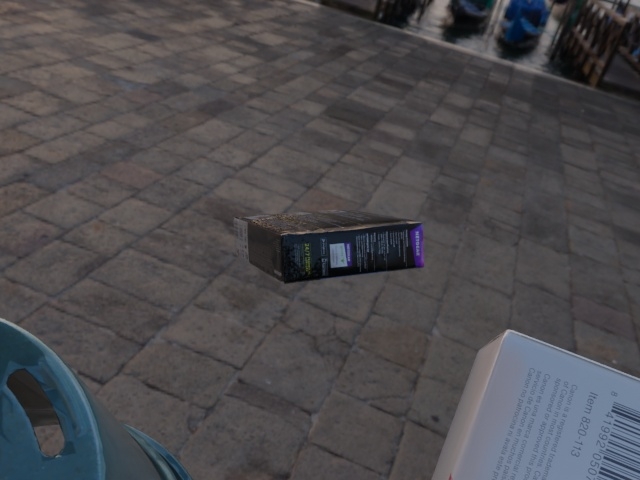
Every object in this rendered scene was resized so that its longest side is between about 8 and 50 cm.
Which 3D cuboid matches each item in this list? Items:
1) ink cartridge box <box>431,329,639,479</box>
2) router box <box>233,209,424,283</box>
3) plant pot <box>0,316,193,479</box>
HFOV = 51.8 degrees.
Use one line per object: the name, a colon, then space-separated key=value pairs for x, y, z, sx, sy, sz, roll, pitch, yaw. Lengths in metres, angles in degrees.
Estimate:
ink cartridge box: x=0.208 y=0.208 z=0.415 sx=0.283 sy=0.207 sz=0.117 roll=21 pitch=-12 yaw=11
router box: x=0.000 y=0.000 z=0.640 sx=0.133 sy=0.046 sz=0.179 roll=-5 pitch=8 yaw=-19
plant pot: x=-0.247 y=0.229 z=0.460 sx=0.341 sy=0.334 sz=0.341 roll=3 pitch=55 yaw=-4
